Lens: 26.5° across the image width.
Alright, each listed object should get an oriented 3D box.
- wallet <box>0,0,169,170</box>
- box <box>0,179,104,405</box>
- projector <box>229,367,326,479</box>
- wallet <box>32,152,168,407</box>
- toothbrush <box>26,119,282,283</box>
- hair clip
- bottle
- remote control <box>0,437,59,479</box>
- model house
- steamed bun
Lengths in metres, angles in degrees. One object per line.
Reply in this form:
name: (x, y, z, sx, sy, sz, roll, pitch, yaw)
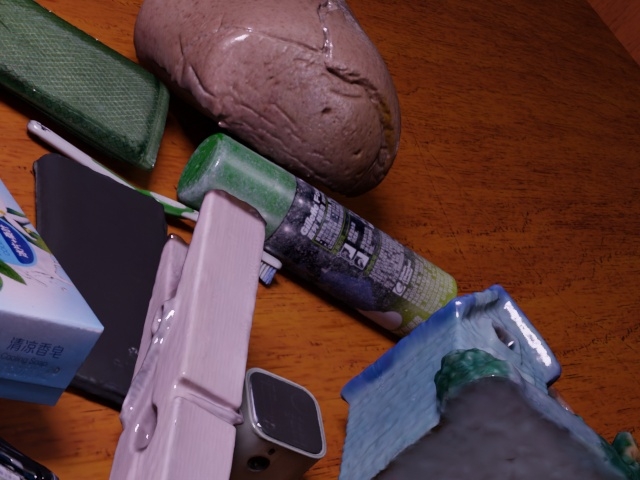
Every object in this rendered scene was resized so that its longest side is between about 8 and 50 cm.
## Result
wallet: (-0.266, -0.171, 1.398, 0.236, 0.055, 0.160, 30, 28, -20)
box: (-0.282, 0.016, 1.026, 0.143, 0.083, 0.232, 18, 24, -47)
projector: (-0.054, 0.173, 1.186, 0.083, 0.082, 0.083, 26, 33, -30)
wallet: (-0.197, 0.035, 1.238, 0.146, 0.030, 0.285, 23, 36, -28)
toothbrush: (-0.166, -0.041, 1.383, 0.304, 0.030, 0.030, 33, 30, -21)
hair clip: (-0.107, 0.107, 1.140, 0.085, 0.101, 0.330, 35, 39, -29)
bottle: (0.000, 0.000, 1.484, 0.330, 0.093, 0.093, 32, 30, -24)
remote control: (-0.349, 0.104, 0.898, 0.399, 0.062, 0.144, 34, 28, -21)
model house: (0.172, 0.189, 1.322, 0.295, 0.251, 0.329, 36, 23, -16)
steamed bun: (-0.035, -0.202, 1.536, 0.301, 0.199, 0.251, 26, 10, -42)
